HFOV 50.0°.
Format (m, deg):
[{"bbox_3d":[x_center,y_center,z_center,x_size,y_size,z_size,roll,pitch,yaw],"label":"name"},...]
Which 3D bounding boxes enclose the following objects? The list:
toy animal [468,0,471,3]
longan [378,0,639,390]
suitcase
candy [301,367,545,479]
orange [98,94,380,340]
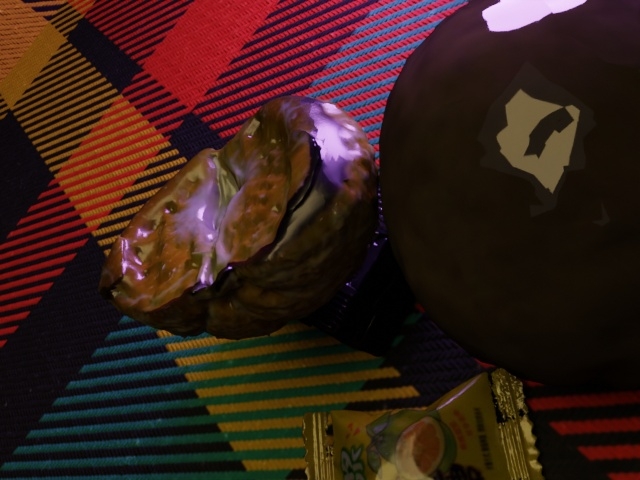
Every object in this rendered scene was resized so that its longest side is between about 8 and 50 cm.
[{"bbox_3d":[0.322,-0.528,1.084,0.188,0.266,0.308,-6,19,19],"label":"toy animal"},{"bbox_3d":[0.256,-0.074,0.707,0.403,0.404,0.436,-19,55,28],"label":"longan"},{"bbox_3d":[0.000,0.000,1.029,0.335,0.152,0.230,27,86,40],"label":"suitcase"},{"bbox_3d":[0.116,0.272,0.840,0.297,0.081,0.187,-16,57,17],"label":"candy"},{"bbox_3d":[-0.074,-0.010,0.848,0.368,0.210,0.271,-28,47,25],"label":"orange"}]
